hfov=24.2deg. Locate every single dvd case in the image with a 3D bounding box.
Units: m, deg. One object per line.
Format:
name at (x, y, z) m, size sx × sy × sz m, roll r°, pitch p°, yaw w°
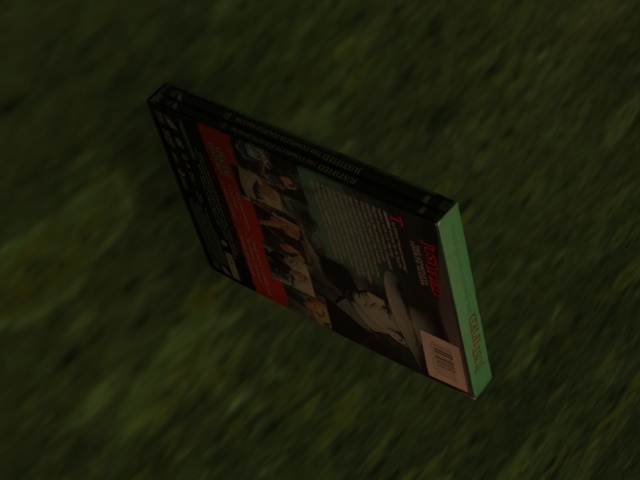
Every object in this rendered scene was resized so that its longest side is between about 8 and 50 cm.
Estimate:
dvd case at (0.000, 0.000, 0.492) m, size 0.013 × 0.119 × 0.087 m, roll -46°, pitch 142°, yaw -26°
